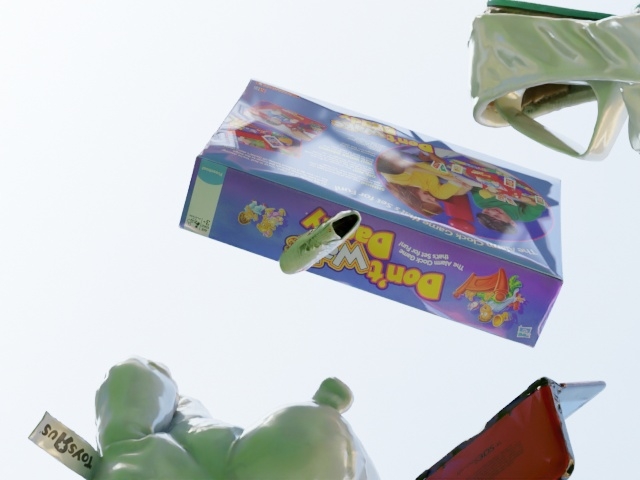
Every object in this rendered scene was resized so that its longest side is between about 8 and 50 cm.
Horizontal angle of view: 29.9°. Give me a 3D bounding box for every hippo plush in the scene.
[{"bbox_3d":[-0.073,0.185,1.039,0.237,0.294,0.234,-18,-125,12],"label":"hippo plush"}]

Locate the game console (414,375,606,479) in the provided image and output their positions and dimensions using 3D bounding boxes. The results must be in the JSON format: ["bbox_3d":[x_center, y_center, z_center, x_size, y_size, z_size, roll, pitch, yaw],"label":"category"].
[{"bbox_3d":[0.146,0.170,0.875,0.144,0.085,0.124,-46,-151,29],"label":"game console"}]

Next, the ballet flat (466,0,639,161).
[{"bbox_3d":[0.249,-0.122,0.935,0.139,0.139,0.400,-48,-153,-13],"label":"ballet flat"}]

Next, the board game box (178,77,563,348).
[{"bbox_3d":[0.061,-0.038,1.180,0.347,0.078,0.233,19,-152,2],"label":"board game box"}]

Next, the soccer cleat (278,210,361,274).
[{"bbox_3d":[0.000,0.000,1.020,0.083,0.035,0.029,-33,-90,-15],"label":"soccer cleat"}]
